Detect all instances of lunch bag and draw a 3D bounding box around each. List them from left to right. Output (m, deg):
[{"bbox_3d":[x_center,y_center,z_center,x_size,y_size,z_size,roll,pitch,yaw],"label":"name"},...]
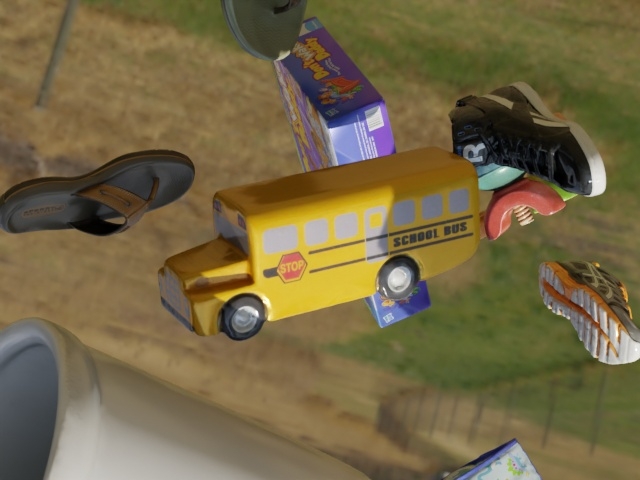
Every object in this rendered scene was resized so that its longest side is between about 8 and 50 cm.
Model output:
[{"bbox_3d":[0.229,0.353,1.817,0.129,0.151,0.096,58,-176,3],"label":"lunch bag"}]

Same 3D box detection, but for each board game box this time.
[{"bbox_3d":[0.038,-0.088,1.804,0.233,0.078,0.347,-122,12,-50],"label":"board game box"}]

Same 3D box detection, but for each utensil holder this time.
[{"bbox_3d":[-0.162,0.293,1.273,0.385,0.328,0.327,27,165,-29],"label":"utensil holder"}]

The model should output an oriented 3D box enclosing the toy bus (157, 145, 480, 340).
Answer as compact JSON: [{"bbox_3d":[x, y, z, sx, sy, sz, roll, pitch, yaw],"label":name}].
[{"bbox_3d":[0.000,0.000,1.420,0.332,0.130,0.108,-13,-156,-24],"label":"toy bus"}]

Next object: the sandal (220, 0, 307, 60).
[{"bbox_3d":[-0.034,-0.352,1.602,0.120,0.303,0.086,1,-152,-34],"label":"sandal"}]

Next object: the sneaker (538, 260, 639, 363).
[{"bbox_3d":[0.358,0.081,1.746,0.083,0.084,0.215,-11,-148,-16],"label":"sneaker"}]

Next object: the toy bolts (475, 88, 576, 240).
[{"bbox_3d":[0.210,-0.092,1.712,0.218,0.158,0.228,-25,-179,15],"label":"toy bolts"}]

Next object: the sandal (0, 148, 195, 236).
[{"bbox_3d":[-0.233,-0.039,1.452,0.219,0.060,0.090,-12,143,-28],"label":"sandal"}]

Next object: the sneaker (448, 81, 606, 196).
[{"bbox_3d":[0.210,-0.093,1.486,0.121,0.079,0.217,-18,-147,-11],"label":"sneaker"}]
